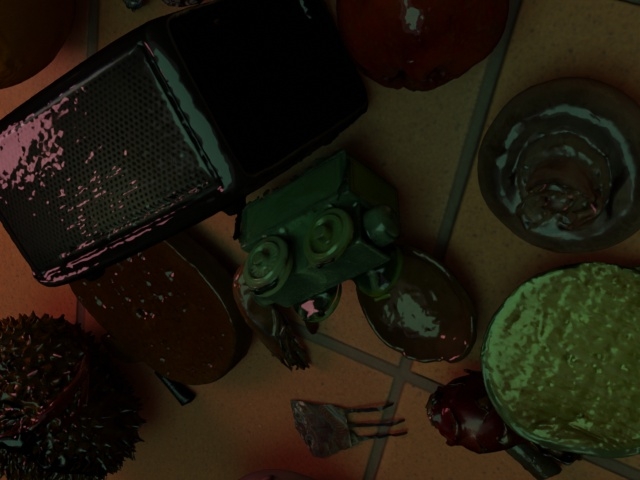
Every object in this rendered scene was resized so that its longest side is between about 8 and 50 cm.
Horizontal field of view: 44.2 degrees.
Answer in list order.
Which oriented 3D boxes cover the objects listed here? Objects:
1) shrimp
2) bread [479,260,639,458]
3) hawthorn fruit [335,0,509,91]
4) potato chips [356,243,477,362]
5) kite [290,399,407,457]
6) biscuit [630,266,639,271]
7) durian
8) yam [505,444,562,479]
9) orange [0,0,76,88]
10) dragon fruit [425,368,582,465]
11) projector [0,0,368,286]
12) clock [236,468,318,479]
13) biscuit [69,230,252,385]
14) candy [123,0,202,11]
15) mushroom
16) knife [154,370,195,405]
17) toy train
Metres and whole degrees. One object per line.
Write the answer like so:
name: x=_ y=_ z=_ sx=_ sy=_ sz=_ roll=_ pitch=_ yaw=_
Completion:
shrimp: x=-0.059 y=0.125 z=1.340 sx=0.133 sy=0.053 sz=0.236 roll=-28 pitch=109 yaw=-2
bread: x=0.371 y=0.162 z=1.087 sx=0.301 sy=0.045 sz=0.301 roll=4 pitch=106 yaw=13
hawthorn fruit: x=0.122 y=-0.329 z=0.949 sx=0.211 sy=0.211 sz=0.299 roll=5 pitch=106 yaw=25
potato chips: x=0.154 y=0.092 z=1.210 sx=0.208 sy=0.062 sz=0.195 roll=33 pitch=127 yaw=9
kite: x=0.045 y=0.327 z=1.407 sx=0.229 sy=0.016 sz=0.127 roll=-18 pitch=107 yaw=33
biscuit: x=0.448 y=0.104 z=1.086 sx=0.118 sy=0.023 sz=0.140 roll=-2 pitch=111 yaw=29
durian: x=-0.531 y=0.313 z=1.515 sx=0.347 sy=0.347 sz=0.384 roll=-11 pitch=112 yaw=31
yam: x=0.334 y=0.344 z=1.248 sx=0.094 sy=0.043 sz=0.043 roll=44 pitch=125 yaw=4
orange: x=-0.533 y=-0.374 z=1.199 sx=0.312 sy=0.312 sz=0.312 roll=11 pitch=118 yaw=23
dragon fruit: x=0.285 y=0.280 z=1.200 sx=0.246 sy=0.125 sz=0.125 roll=24 pitch=102 yaw=9
projector: x=-0.188 y=-0.147 z=1.070 sx=0.405 sy=0.395 sz=0.242 roll=-22 pitch=101 yaw=33
clock: x=-0.041 y=0.578 z=1.429 sx=0.368 sy=0.250 sz=0.377 roll=-33 pitch=102 yaw=36
biscuit: x=-0.306 y=0.104 z=1.451 sx=0.394 sy=0.070 sz=0.350 roll=44 pitch=128 yaw=3
candy: x=-0.213 y=-0.378 z=1.186 sx=0.226 sy=0.051 sz=0.094 roll=7 pitch=139 yaw=25
mushroom: x=0.304 y=-0.087 z=0.978 sx=0.226 sy=0.178 sz=0.227 roll=18 pitch=123 yaw=30
knife: x=-0.325 y=0.226 z=1.549 sx=0.230 sy=0.028 sz=0.060 roll=46 pitch=113 yaw=5
toy train: x=0.000 y=0.000 z=1.161 sx=0.271 sy=0.188 sz=0.159 roll=-27 pitch=138 yaw=33
